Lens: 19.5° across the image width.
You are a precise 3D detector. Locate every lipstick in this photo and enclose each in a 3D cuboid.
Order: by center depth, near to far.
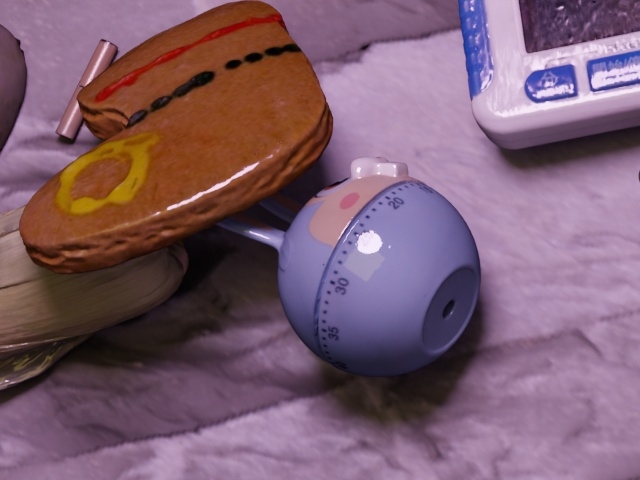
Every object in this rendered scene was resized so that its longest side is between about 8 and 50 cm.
[{"bbox_3d":[-0.207,-0.134,1.656,0.019,0.019,0.094,23,84,24],"label":"lipstick"}]

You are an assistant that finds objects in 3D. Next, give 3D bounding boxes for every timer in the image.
[{"bbox_3d":[0.016,-0.009,1.462,0.175,0.175,0.255,-41,67,5],"label":"timer"},{"bbox_3d":[0.240,-0.174,1.476,0.253,0.078,0.178,-10,69,14],"label":"timer"}]

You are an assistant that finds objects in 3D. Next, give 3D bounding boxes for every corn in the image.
[{"bbox_3d":[-0.260,0.041,1.567,0.305,0.123,0.122,-23,62,13],"label":"corn"}]

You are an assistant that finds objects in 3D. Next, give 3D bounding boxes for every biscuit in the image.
[{"bbox_3d":[-0.129,-0.095,1.505,0.262,0.052,0.277,-22,35,-1],"label":"biscuit"}]

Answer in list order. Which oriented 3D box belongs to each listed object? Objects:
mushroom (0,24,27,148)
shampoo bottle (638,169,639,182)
[{"bbox_3d":[-0.348,-0.127,1.663,0.141,0.117,0.188,26,80,13],"label":"mushroom"},{"bbox_3d":[0.368,0.063,1.359,0.125,0.084,0.350,-36,67,10],"label":"shampoo bottle"}]
